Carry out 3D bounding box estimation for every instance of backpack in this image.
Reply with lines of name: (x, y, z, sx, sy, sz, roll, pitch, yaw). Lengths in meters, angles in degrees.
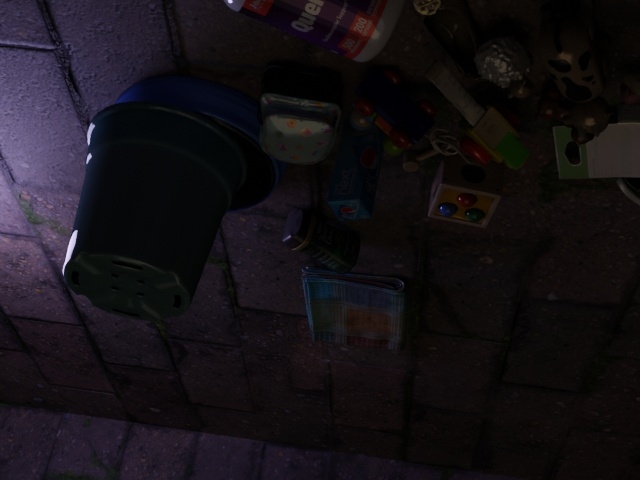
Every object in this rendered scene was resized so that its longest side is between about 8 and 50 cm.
backpack: (-0.042, -0.228, 1.977, 0.165, 0.145, 0.188, 6, 152, -2)

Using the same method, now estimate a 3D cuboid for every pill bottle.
pill bottle: (-0.032, -0.420, 1.625, 0.322, 0.182, 0.181, 20, 147, -14)

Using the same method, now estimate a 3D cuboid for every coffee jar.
coffee jar: (0.000, 0.000, 2.368, 0.184, 0.096, 0.079, 27, 146, -26)

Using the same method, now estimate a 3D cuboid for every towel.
towel: (0.094, 0.192, 2.702, 0.271, 0.040, 0.370, 7, 148, 8)

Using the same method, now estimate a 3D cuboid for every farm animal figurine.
farm animal figurine: (0.470, -0.271, 1.716, 0.326, 0.172, 0.330, 33, 142, -32)

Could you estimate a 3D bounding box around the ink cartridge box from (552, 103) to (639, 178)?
ink cartridge box: (0.568, -0.185, 1.937, 0.235, 0.056, 0.171, 2, 147, 20)

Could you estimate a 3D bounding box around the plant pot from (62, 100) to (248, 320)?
plant pot: (-0.344, -0.043, 2.037, 0.340, 0.334, 0.341, 8, 148, 5)

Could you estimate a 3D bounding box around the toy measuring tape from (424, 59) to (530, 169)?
toy measuring tape: (0.277, -0.234, 1.890, 0.121, 0.121, 0.330, -17, 139, 38)

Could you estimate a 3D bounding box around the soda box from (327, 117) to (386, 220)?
soda box: (0.073, -0.144, 2.006, 0.071, 0.210, 0.067, -4, 145, 25)

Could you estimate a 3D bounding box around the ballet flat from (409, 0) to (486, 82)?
ballet flat: (0.229, -0.355, 1.765, 0.084, 0.058, 0.250, -12, 142, 31)

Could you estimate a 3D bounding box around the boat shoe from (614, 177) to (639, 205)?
boat shoe: (0.647, -0.100, 2.064, 0.142, 0.049, 0.040, 32, 124, -32)

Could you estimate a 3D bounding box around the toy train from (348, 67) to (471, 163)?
toy train: (0.162, -0.199, 1.933, 0.248, 0.105, 0.143, 42, 158, 2)

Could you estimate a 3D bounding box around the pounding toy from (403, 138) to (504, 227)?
pounding toy: (0.265, -0.120, 2.097, 0.205, 0.094, 0.181, 11, 149, -2)

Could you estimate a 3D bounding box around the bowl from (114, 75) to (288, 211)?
bowl: (-0.261, -0.190, 2.166, 0.390, 0.077, 0.391, 8, 148, 5)
